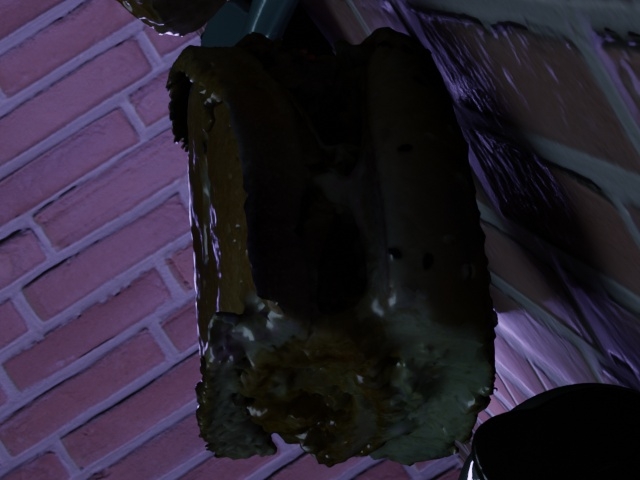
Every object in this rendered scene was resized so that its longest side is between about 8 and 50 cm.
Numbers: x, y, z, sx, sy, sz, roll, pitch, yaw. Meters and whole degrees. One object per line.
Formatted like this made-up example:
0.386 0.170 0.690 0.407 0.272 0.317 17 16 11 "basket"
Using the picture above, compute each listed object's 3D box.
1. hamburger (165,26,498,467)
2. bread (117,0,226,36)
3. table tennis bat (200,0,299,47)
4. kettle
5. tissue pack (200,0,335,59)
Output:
0.000 0.000 1.152 0.318 0.195 0.277 100 166 -68 "hamburger"
-0.144 -0.289 1.341 0.246 0.176 0.195 39 179 29 "bread"
-0.060 -0.158 1.493 0.153 0.040 0.244 67 151 27 "table tennis bat"
0.193 0.182 1.099 0.221 0.161 0.236 29 170 8 "kettle"
-0.031 -0.152 1.592 0.090 0.103 0.170 50 -176 -47 "tissue pack"
